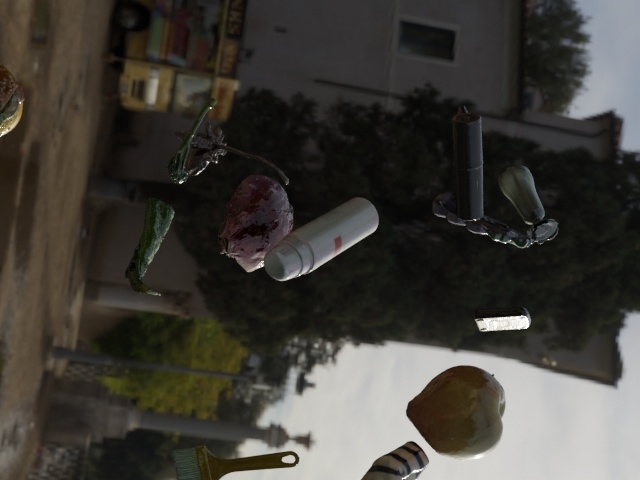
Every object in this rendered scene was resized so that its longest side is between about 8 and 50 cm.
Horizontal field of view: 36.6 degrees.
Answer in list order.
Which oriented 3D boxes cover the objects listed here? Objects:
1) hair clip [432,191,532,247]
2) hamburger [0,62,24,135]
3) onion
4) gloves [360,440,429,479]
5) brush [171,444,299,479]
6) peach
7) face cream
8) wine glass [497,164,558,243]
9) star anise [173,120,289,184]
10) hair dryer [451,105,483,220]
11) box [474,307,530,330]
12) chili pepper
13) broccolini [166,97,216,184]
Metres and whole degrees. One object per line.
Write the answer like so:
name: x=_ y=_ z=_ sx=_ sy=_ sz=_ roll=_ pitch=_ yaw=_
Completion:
hair clip: x=0.285 y=-0.038 z=1.677 sx=0.195 sy=0.124 sz=0.052 roll=32 pitch=-67 yaw=34
hamburger: x=-0.807 y=-0.334 z=2.241 sx=0.147 sy=0.237 sz=0.236 roll=-42 pitch=-141 yaw=53
onion: x=-0.146 y=-0.028 z=2.327 sx=0.283 sy=0.120 sz=0.227 roll=-46 pitch=131 yaw=-56
gloves: x=0.155 y=0.579 z=2.302 sx=0.131 sy=0.219 sz=0.140 roll=64 pitch=-19 yaw=-12
brush: x=-0.134 y=0.363 z=1.563 sx=0.011 sy=0.205 sz=0.083 roll=-78 pitch=159 yaw=-76
peach: x=0.304 y=0.388 z=2.189 sx=0.232 sy=0.233 sz=0.232 roll=-172 pitch=-90 yaw=-80
face cream: x=0.000 y=0.000 z=2.212 sx=0.345 sy=0.102 sz=0.102 roll=-31 pitch=147 yaw=-45
wine glass: x=0.407 y=-0.071 z=1.906 sx=0.072 sy=0.072 sz=0.155 roll=109 pitch=-28 yaw=-45
star anise: x=-0.220 y=-0.186 z=2.298 sx=0.227 sy=0.218 sz=0.148 roll=27 pitch=-83 yaw=52
hair dryer: x=0.240 y=-0.148 z=1.593 sx=0.195 sy=0.050 sz=0.173 roll=-78 pitch=166 yaw=-63
box: x=0.422 y=0.185 z=2.238 sx=0.126 sy=0.125 sz=0.027 roll=53 pitch=35 yaw=-65
chili pepper: x=-0.430 y=0.022 z=2.436 sx=0.076 sy=0.085 sz=0.359 roll=-42 pitch=-152 yaw=29
broccolini: x=-0.257 y=-0.196 z=1.924 sx=0.194 sy=0.054 sz=0.052 roll=-58 pitch=176 yaw=21
